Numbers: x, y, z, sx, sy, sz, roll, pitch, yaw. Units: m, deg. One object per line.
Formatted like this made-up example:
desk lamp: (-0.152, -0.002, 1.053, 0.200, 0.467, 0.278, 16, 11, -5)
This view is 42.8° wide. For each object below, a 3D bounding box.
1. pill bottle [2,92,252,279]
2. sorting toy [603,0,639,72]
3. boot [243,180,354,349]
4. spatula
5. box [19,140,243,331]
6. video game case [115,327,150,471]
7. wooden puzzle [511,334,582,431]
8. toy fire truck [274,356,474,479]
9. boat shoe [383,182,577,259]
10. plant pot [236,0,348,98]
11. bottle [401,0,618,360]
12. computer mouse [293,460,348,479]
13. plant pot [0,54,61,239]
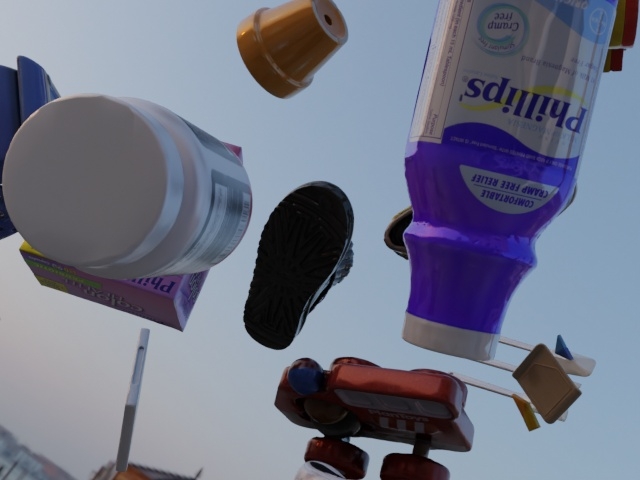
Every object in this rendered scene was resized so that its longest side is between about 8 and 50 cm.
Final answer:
pill bottle: (-0.167, -0.045, 0.766, 0.161, 0.161, 0.283, 32, 2, 6)
sorting toy: (0.366, -0.340, 1.075, 0.089, 0.256, 0.257, 2, 1, 14)
boot: (-0.004, -0.002, 1.385, 0.131, 0.260, 0.348, 34, -51, 7)
spatula: (0.374, 0.244, 1.537, 0.242, 0.168, 0.019, 14, -42, 34)
box: (-0.245, -0.033, 1.112, 0.213, 0.243, 0.117, 18, -25, 6)
video game case: (-0.348, 0.295, 1.516, 0.023, 0.183, 0.201, 9, -51, -10)
wooden puzzle: (0.257, 0.163, 0.929, 0.079, 0.014, 0.116, 60, -39, 24)
toy fire truck: (0.069, 0.236, 1.171, 0.302, 0.169, 0.254, 5, -31, 25)
boat shoe: (0.260, -0.045, 1.346, 0.324, 0.117, 0.096, -16, -2, 18)
plant pot: (-0.049, -0.446, 1.804, 0.188, 0.205, 0.205, -25, -60, 33)
bottle: (0.117, -0.062, 0.559, 0.118, 0.283, 0.092, 13, 2, -10)
computer mouse: (0.026, 0.313, 0.934, 0.193, 0.106, 0.042, 16, -3, 42)
plant pot: (-0.519, -0.153, 1.333, 0.212, 0.236, 0.236, -12, -24, -3)
